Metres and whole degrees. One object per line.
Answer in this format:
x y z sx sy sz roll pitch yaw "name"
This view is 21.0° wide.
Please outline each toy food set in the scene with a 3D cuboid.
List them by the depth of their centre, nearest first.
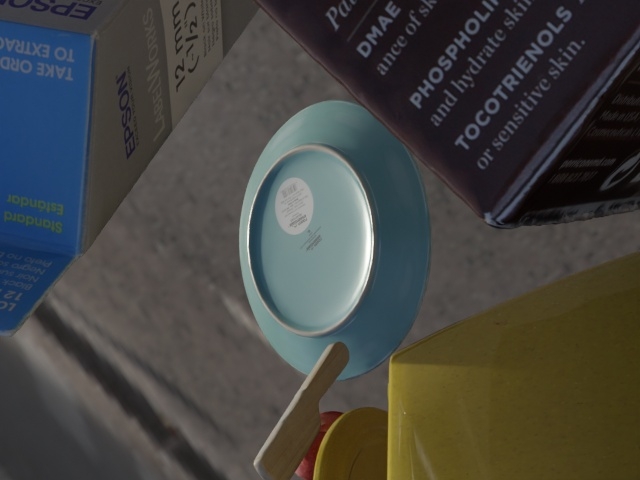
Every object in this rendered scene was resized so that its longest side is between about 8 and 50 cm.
0.017 0.166 0.968 0.071 0.128 0.218 -19 119 33 "toy food set"

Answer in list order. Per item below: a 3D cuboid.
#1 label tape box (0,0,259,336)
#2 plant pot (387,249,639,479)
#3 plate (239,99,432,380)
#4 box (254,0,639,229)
-0.200 -0.116 0.926 0.249 0.348 0.115 11 128 16 "label tape box"
0.125 0.134 0.686 0.212 0.187 0.212 -86 -11 -50 "plant pot"
0.000 0.000 1.149 0.188 0.024 0.188 1 91 48 "plate"
0.072 -0.134 0.606 0.203 0.168 0.167 45 113 20 "box"
